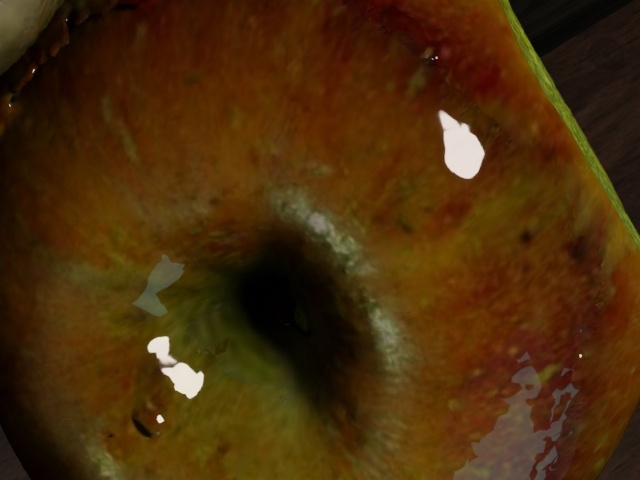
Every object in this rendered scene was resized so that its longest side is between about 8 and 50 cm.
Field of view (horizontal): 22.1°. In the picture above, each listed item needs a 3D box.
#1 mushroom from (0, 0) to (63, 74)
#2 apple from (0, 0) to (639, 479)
[{"bbox_3d":[-0.202,-0.113,0.715,0.292,0.212,0.217,-40,166,0],"label":"mushroom"},{"bbox_3d":[0.000,0.000,0.861,0.374,0.384,0.374,-1,-165,0],"label":"apple"}]
